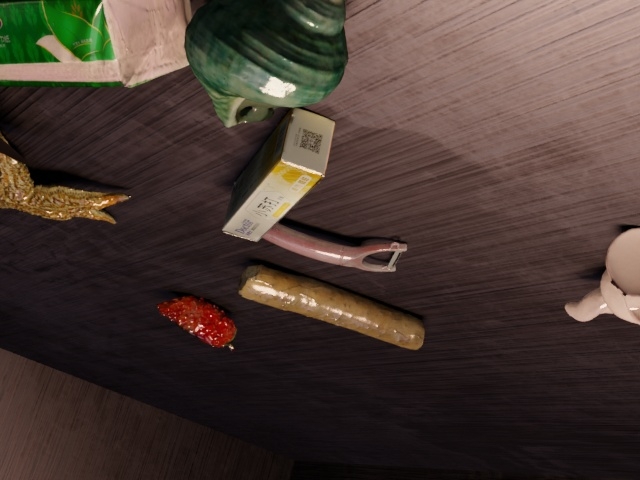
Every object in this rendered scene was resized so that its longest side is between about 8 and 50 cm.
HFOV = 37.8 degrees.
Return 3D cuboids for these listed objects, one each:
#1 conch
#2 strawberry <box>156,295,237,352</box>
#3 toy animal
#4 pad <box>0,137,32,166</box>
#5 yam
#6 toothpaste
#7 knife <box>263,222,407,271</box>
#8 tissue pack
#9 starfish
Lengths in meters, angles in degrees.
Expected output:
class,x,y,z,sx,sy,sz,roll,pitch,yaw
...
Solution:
class,x,y,z,sx,sy,sz,roll,pitch,yaw
conch,-0.049,-0.200,0.977,0.202,0.134,0.196,-10,-172,38
strawberry,-0.267,0.180,2.126,0.192,0.085,0.140,32,179,17
toy animal,0.443,0.079,1.334,0.131,0.104,0.221,41,166,17
pad,-0.599,-0.237,1.347,0.375,0.063,0.315,25,172,-1
yam,0.026,0.128,1.802,0.372,0.083,0.083,19,159,-12
toothpaste,-0.069,-0.085,1.328,0.071,0.089,0.313,16,159,-16
knife,-0.001,0.002,1.548,0.278,0.053,0.123,15,153,-1
tissue pack,-0.263,-0.249,0.998,0.209,0.148,0.156,6,117,26
starfish,-0.522,-0.085,1.676,0.347,0.078,0.358,23,158,-25
